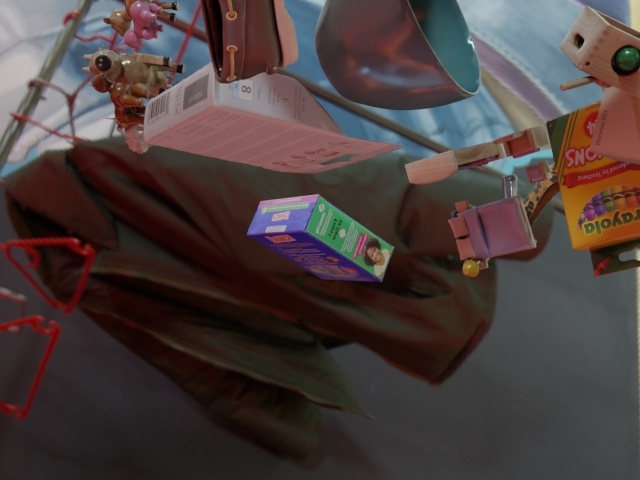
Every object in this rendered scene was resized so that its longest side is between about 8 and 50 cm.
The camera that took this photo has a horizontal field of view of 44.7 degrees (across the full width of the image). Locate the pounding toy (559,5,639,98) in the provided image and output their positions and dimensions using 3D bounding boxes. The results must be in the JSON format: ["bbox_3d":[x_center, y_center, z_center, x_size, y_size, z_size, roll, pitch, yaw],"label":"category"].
[{"bbox_3d":[0.410,-0.259,1.122,0.141,0.130,0.100,-88,22,-60],"label":"pounding toy"}]

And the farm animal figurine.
[{"bbox_3d":[-0.400,-0.385,1.649,0.327,0.172,0.330,77,-156,-76],"label":"farm animal figurine"}]

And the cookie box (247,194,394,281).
[{"bbox_3d":[0.000,0.000,0.747,0.091,0.107,0.040,-2,63,50],"label":"cookie box"}]

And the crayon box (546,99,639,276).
[{"bbox_3d":[0.561,-0.106,1.469,0.202,0.081,0.319,-20,73,41],"label":"crayon box"}]

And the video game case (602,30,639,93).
[{"bbox_3d":[0.856,-0.375,1.860,0.328,0.300,0.036,-20,5,22],"label":"video game case"}]

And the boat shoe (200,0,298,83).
[{"bbox_3d":[-0.100,-0.292,0.809,0.117,0.096,0.324,59,170,30],"label":"boat shoe"}]

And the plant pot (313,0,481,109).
[{"bbox_3d":[0.105,-0.328,1.255,0.195,0.290,0.290,-22,37,28],"label":"plant pot"}]

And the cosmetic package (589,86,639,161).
[{"bbox_3d":[0.595,-0.181,1.195,0.309,0.113,0.160,17,99,44],"label":"cosmetic package"}]

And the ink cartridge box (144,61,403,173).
[{"bbox_3d":[-0.087,-0.211,1.424,0.308,0.384,0.091,-9,76,56],"label":"ink cartridge box"}]

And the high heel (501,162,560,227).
[{"bbox_3d":[0.572,-0.091,1.923,0.261,0.093,0.186,-11,70,36],"label":"high heel"}]

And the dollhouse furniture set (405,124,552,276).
[{"bbox_3d":[0.379,-0.069,1.770,0.286,0.198,0.304,-14,93,48],"label":"dollhouse furniture set"}]
